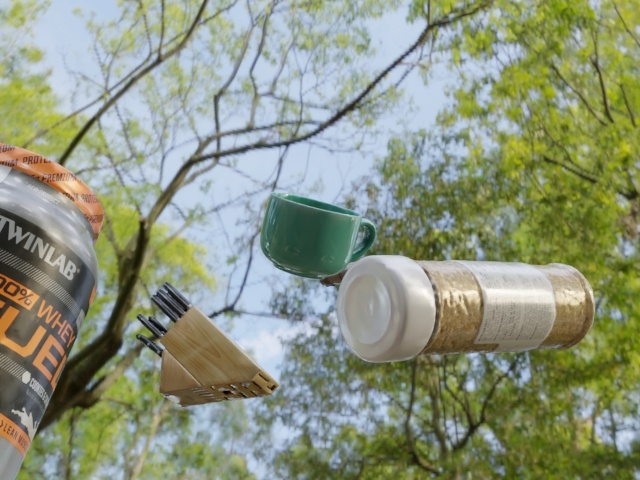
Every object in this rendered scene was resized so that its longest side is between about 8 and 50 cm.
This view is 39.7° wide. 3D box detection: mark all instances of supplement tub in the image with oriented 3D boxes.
[{"bbox_3d":[-0.319,0.081,0.778,0.193,0.316,0.194,12,-30,7],"label":"supplement tub"}]

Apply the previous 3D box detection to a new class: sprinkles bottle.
[{"bbox_3d":[0.190,0.083,1.096,0.355,0.121,0.121,3,-47,-38],"label":"sprinkles bottle"}]

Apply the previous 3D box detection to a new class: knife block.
[{"bbox_3d":[-0.216,0.181,1.668,0.275,0.242,0.088,-10,-30,19],"label":"knife block"}]

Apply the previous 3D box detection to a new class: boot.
[{"bbox_3d":[0.049,0.060,1.559,0.086,0.118,0.042,-15,-102,17],"label":"boot"}]

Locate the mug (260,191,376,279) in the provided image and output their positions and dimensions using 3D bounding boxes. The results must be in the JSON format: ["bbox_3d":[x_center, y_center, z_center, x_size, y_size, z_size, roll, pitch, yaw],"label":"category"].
[{"bbox_3d":[-0.004,0.000,1.210,0.157,0.129,0.097,15,-83,0],"label":"mug"}]
